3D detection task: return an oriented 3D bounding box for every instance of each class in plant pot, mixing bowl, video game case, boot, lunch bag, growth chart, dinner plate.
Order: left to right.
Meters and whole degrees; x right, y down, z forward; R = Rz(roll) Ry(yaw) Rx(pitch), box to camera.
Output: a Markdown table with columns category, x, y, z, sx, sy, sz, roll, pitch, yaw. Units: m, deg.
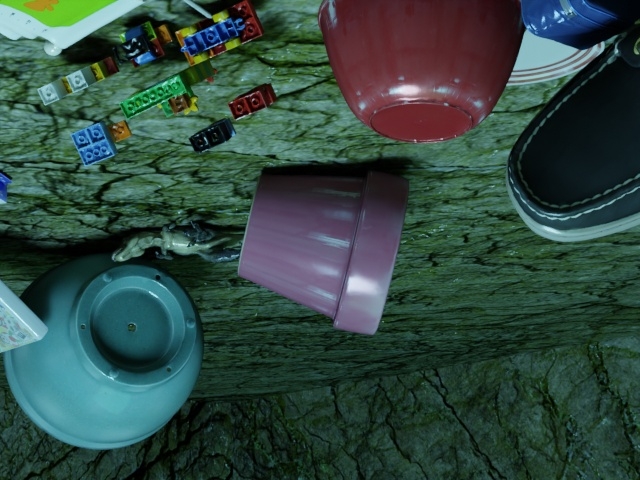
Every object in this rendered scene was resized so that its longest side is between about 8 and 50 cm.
| category | x | y | z | sx | sy | sz | roll | pitch | yaw |
| --- | --- | --- | --- | --- | --- | --- | --- | --- | --- |
| video game case | -0.505 | 0.069 | 1.591 | 0.206 | 0.026 | 0.227 | -18 | 120 | 46 |
| growth chart | -0.258 | -0.196 | 0.893 | 0.237 | 0.021 | 0.172 | 7 | 161 | -38 |
| plant pot | -0.290 | 0.142 | 1.666 | 0.293 | 0.293 | 0.196 | 3 | 163 | -25 |
| plant pot | 0.000 | 0.000 | 1.419 | 0.180 | 0.201 | 0.201 | 13 | 165 | 0 |
| mixing bowl | 0.086 | -0.143 | 0.982 | 0.181 | 0.098 | 0.181 | 2 | 163 | 1 |
| dinner plate | 0.192 | -0.176 | 1.079 | 0.141 | 0.017 | 0.141 | -2 | 166 | -1 |
| lunch bag | 0.211 | -0.194 | 0.911 | 0.098 | 0.067 | 0.065 | 5 | 165 | -40 |
| boot | 0.268 | -0.159 | 0.763 | 0.377 | 0.138 | 0.284 | -31 | 157 | 9 |

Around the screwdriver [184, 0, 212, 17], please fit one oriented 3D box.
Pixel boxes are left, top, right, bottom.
| category | x | y | z | sx | sy | sz | roll | pitch | yaw |
| --- | --- | --- | --- | --- | --- | --- | --- | --- | --- |
| screwdriver | -0.129 | -0.201 | 0.866 | 0.025 | 0.024 | 0.170 | 23 | 178 | 40 |

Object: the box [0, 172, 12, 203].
| category | x | y | z | sx | sy | sz | roll | pitch | yaw |
| --- | --- | --- | --- | --- | --- | --- | --- | --- | --- |
| box | -0.436 | -0.060 | 1.370 | 0.136 | 0.028 | 0.081 | -4 | 166 | 11 |

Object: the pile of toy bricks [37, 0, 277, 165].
| category | x | y | z | sx | sy | sz | roll | pitch | yaw |
| --- | --- | --- | --- | --- | --- | --- | --- | --- | --- |
| pile of toy bricks | -0.127 | -0.138 | 1.023 | 0.212 | 0.118 | 0.105 | -19 | -167 | 21 |

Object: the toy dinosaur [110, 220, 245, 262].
| category | x | y | z | sx | sy | sz | roll | pitch | yaw |
| --- | --- | --- | --- | --- | --- | --- | --- | --- | --- |
| toy dinosaur | -0.153 | 0.006 | 1.624 | 0.268 | 0.064 | 0.118 | 3 | -179 | -19 |
